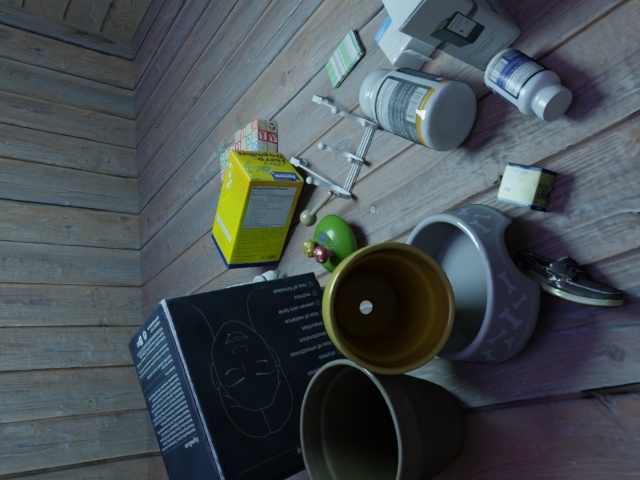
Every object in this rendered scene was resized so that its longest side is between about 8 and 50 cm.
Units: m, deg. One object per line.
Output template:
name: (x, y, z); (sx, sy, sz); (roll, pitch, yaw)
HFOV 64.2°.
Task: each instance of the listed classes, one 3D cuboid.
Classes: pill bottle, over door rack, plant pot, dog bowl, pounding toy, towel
pill bottle: (0.226, -0.329, 1.242); (0.278, 0.162, 0.162); (39, 116, 49)
over door rack: (0.016, -0.293, 1.557); (0.324, 0.108, 0.239); (42, 117, 47)
plant pot: (0.158, 0.418, 1.128); (0.323, 0.281, 0.322); (-9, 79, 52)
dog bowl: (0.292, 0.095, 1.086); (0.349, 0.102, 0.348); (179, 90, -65)
pounding toy: (0.000, 0.000, 1.483); (0.183, 0.110, 0.236); (-40, 70, 55)
pill bottle: (0.422, -0.313, 1.037); (0.094, 0.094, 0.169); (-59, 44, 29)
plant pot: (0.121, 0.140, 1.081); (0.239, 0.254, 0.253); (140, 131, -80)
towel: (0.074, -0.564, 1.592); (0.152, 0.023, 0.113); (-45, 50, 43)

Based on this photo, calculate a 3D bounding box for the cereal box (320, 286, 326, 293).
cereal box: (-0.038, 0.272, 1.596); (0.173, 0.047, 0.240); (-17, 72, 49)

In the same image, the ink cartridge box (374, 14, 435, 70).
ink cartridge box: (0.222, -0.509, 1.327); (0.090, 0.092, 0.143); (-50, 48, 37)

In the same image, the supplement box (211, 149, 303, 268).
supplement box: (-0.223, -0.103, 1.730); (0.195, 0.194, 0.356); (54, 135, 42)

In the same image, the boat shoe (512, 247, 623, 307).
boat shoe: (0.452, 0.065, 0.957); (0.224, 0.080, 0.073); (21, 107, 56)

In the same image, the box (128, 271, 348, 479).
box: (-0.172, 0.380, 1.337); (0.297, 0.480, 0.471); (-44, 63, 42)

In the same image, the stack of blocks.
stack of blocks: (-0.281, -0.332, 1.966); (0.297, 0.087, 0.171); (-17, 72, 51)

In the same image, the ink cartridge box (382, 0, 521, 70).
ink cartridge box: (0.267, -0.518, 1.107); (0.121, 0.289, 0.211); (-44, 52, 40)

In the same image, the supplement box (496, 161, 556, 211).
supplement box: (0.419, -0.109, 1.043); (0.083, 0.056, 0.083); (25, 105, 51)

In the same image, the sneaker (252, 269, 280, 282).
sneaker: (-0.148, 0.218, 1.726); (0.090, 0.095, 0.234); (-5, 101, 48)
